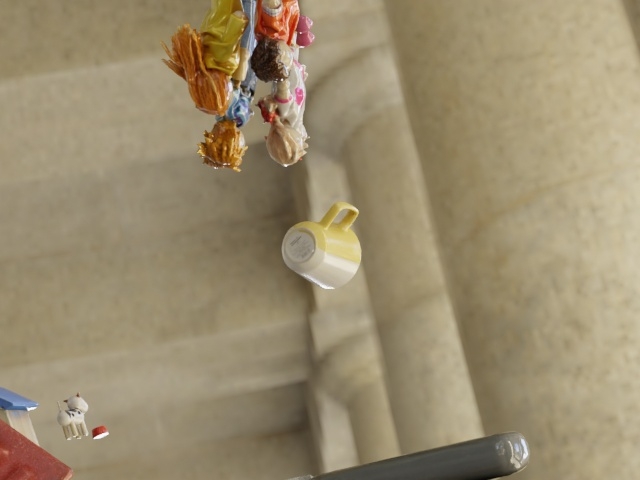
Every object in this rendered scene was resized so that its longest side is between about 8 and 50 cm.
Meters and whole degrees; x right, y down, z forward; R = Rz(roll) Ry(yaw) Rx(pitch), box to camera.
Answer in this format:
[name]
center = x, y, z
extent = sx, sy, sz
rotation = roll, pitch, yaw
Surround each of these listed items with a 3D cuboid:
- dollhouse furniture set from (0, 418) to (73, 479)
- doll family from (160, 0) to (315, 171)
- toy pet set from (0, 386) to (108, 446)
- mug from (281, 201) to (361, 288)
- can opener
[dollhouse furniture set]
center = -0.327, 0.266, 1.128
extent = 0.374, 0.152, 0.201
rotation = -44, -22, -25
[doll family]
center = -0.072, -0.152, 1.594
extent = 0.118, 0.163, 0.263
rotation = 4, -22, 6
[toy pet set]
center = -0.270, 0.163, 1.619
extent = 0.122, 0.065, 0.114
rotation = -27, -15, 19
[mug]
center = -0.003, 0.002, 1.693
extent = 0.062, 0.078, 0.064
rotation = 3, -7, 29
[can opener]
center = 0.015, 0.197, 1.286
extent = 0.280, 0.074, 0.093
rotation = -15, -6, 19
